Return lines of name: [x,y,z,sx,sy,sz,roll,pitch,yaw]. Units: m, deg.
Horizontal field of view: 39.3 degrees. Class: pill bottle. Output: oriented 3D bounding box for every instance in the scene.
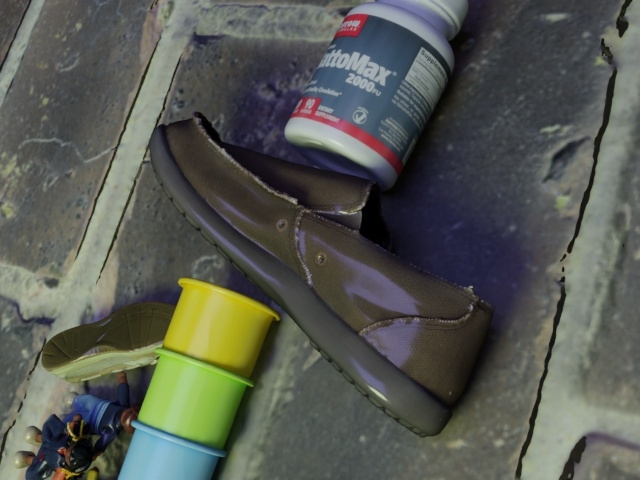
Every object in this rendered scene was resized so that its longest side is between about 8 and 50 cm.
pill bottle: [0.054,-0.145,0.786,0.108,0.108,0.180,22,79,33]

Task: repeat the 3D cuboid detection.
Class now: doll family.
doll family: [-0.215,0.207,0.789,0.111,0.076,0.193,-9,68,46]

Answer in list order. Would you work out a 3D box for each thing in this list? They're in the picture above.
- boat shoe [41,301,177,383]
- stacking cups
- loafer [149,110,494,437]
boat shoe: [-0.187,0.101,0.847,0.153,0.048,0.056,-19,48,12]
stacking cups: [-0.134,0.191,0.748,0.096,0.096,0.316,15,78,32]
loafer: [0.000,0.000,0.749,0.130,0.134,0.366,-46,65,-3]
